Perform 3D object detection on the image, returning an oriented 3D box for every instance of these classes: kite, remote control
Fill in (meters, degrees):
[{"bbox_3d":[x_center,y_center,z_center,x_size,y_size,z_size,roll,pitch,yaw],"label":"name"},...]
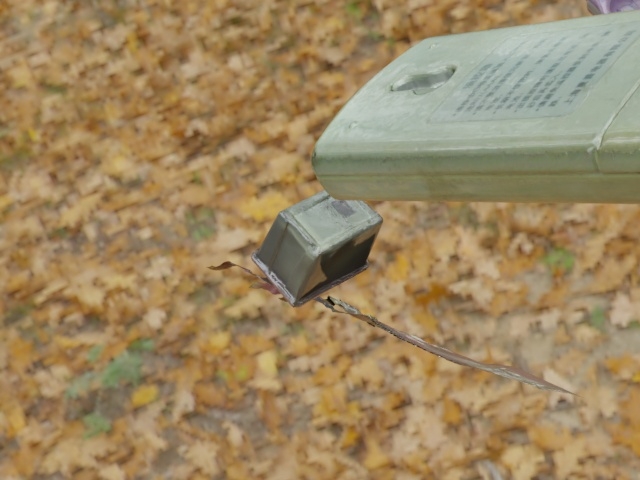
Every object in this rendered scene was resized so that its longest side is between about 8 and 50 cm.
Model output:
[{"bbox_3d":[0.053,0.074,1.186,0.360,0.204,0.022,17,88,41],"label":"kite"},{"bbox_3d":[0.095,-0.053,0.529,0.098,0.038,0.233,-45,27,-27],"label":"remote control"}]

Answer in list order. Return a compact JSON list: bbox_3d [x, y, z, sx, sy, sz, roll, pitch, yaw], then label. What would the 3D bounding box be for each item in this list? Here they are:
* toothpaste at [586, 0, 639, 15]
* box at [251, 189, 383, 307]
[{"bbox_3d":[0.390,-0.216,1.456,0.301,0.048,0.075,39,92,33],"label":"toothpaste"},{"bbox_3d":[0.000,0.000,1.046,0.085,0.063,0.060,-27,68,-35],"label":"box"}]
